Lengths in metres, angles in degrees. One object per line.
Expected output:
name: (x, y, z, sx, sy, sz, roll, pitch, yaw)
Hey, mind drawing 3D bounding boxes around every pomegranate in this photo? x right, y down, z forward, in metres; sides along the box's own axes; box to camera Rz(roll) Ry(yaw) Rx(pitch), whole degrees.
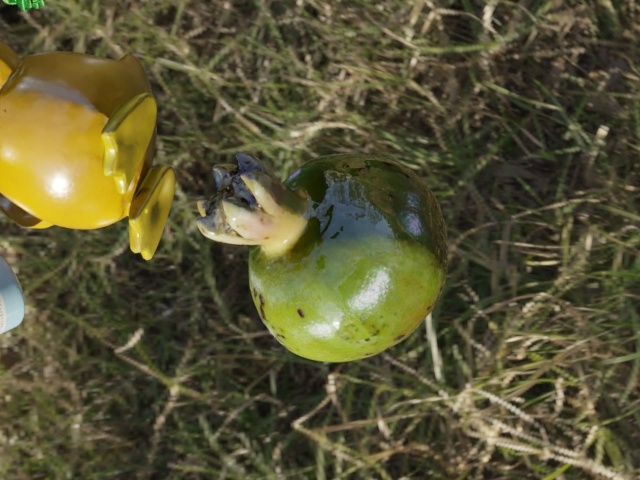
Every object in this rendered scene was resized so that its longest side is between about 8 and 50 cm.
pomegranate: (0.000, 0.000, 0.575, 0.114, 0.142, 0.114, -31, 43, 35)

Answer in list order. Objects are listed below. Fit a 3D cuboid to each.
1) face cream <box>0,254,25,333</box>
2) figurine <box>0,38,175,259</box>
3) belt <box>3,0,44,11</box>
face cream: (-0.342, 0.078, 0.846, 0.075, 0.229, 0.075, 22, 124, 36)
figurine: (-0.241, -0.086, 0.916, 0.228, 0.215, 0.215, -7, 83, -2)
belt: (-0.151, -0.202, 0.619, 0.079, 0.151, 0.121, -17, 119, 13)
